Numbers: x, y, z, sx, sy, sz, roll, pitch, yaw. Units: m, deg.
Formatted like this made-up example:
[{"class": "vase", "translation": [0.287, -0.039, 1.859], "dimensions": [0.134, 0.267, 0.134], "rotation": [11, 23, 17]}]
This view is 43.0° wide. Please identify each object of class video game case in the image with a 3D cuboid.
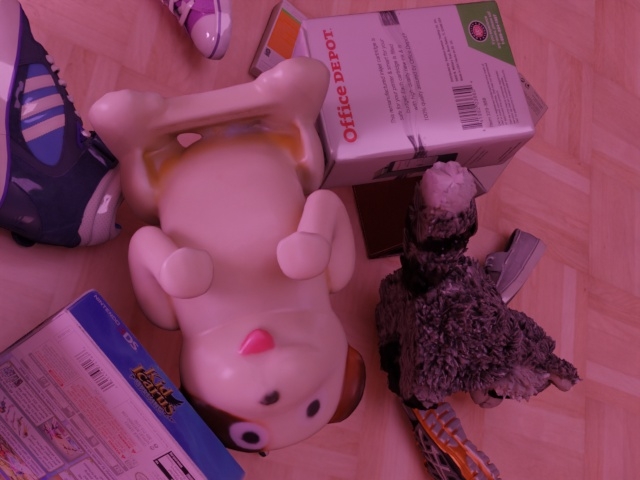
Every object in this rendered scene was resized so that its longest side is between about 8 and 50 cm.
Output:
[{"class": "video game case", "translation": [-0.258, 0.220, 0.910], "dimensions": [0.269, 0.244, 0.061], "rotation": [53, 27, -9]}]

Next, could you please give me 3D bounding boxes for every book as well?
[{"class": "book", "translation": [-0.053, -0.312, 1.341], "dimensions": [0.096, 0.035, 0.144], "rotation": [31, 61, -26]}]

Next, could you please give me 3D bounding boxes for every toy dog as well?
[{"class": "toy dog", "translation": [-0.102, 0.051, 0.980], "dimensions": [0.285, 0.395, 0.407], "rotation": [-9, 69, -17]}]

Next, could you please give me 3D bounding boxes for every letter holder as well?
[{"class": "letter holder", "translation": [0.164, -0.146, 1.319], "dimensions": [0.152, 0.214, 0.301], "rotation": [-7, 79, -35]}]

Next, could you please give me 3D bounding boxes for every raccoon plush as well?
[{"class": "raccoon plush", "translation": [0.266, 0.097, 1.188], "dimensions": [0.299, 0.446, 0.216], "rotation": [-2, 50, -13]}]

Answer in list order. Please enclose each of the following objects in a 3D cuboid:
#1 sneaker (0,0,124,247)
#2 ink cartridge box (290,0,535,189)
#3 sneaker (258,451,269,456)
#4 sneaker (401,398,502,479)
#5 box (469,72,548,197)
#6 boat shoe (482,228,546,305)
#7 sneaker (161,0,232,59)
[{"class": "sneaker", "translation": [-0.342, -0.143, 1.055], "dimensions": [0.236, 0.130, 0.322], "rotation": [18, 56, -44]}, {"class": "ink cartridge box", "translation": [0.120, -0.203, 1.129], "dimensions": [0.289, 0.121, 0.211], "rotation": [-9, 76, -13]}, {"class": "sneaker", "translation": [-0.109, 0.278, 1.124], "dimensions": [0.083, 0.032, 0.037], "rotation": [42, 70, -10]}, {"class": "sneaker", "translation": [0.189, 0.327, 1.276], "dimensions": [0.084, 0.083, 0.214], "rotation": [-15, 65, -51]}, {"class": "box", "translation": [0.301, -0.185, 1.489], "dimensions": [0.094, 0.113, 0.275], "rotation": [49, 54, -11]}, {"class": "boat shoe", "translation": [0.328, 0.056, 1.455], "dimensions": [0.081, 0.079, 0.227], "rotation": [36, 47, 10]}, {"class": "sneaker", "translation": [-0.237, -0.390, 1.208], "dimensions": [0.161, 0.102, 0.282], "rotation": [-10, 70, -32]}]
